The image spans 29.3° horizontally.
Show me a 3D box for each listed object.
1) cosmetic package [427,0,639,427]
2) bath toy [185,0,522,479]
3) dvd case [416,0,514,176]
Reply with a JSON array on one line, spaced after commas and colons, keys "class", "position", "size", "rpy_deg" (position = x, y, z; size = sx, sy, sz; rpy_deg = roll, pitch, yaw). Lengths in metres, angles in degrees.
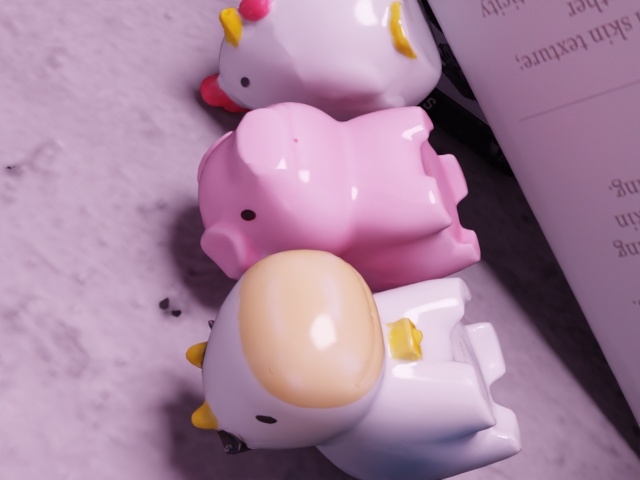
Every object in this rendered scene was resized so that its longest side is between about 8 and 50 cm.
[{"class": "cosmetic package", "position": [0.296, -0.137, 0.621], "size": [0.327, 0.329, 0.394], "rpy_deg": [-35, 102, -35]}, {"class": "bath toy", "position": [0.000, 0.000, 0.567], "size": [0.151, 0.129, 0.348], "rpy_deg": [49, 29, -50]}, {"class": "dvd case", "position": [0.056, -0.167, 0.818], "size": [0.238, 0.029, 0.179], "rpy_deg": [34, 42, -10]}]
